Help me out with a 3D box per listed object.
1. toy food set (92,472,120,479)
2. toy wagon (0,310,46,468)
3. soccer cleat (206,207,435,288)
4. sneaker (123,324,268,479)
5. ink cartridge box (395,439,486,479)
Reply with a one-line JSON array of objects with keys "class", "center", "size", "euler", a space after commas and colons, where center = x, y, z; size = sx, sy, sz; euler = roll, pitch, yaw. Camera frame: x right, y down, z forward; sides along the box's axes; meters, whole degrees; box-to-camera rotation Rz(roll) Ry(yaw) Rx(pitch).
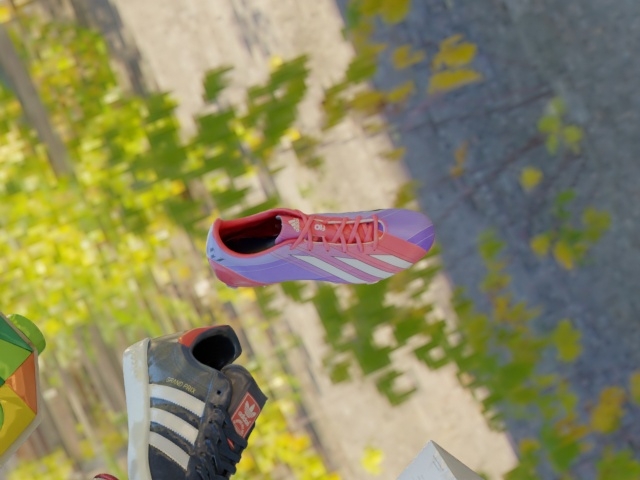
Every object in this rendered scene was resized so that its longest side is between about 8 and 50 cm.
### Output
[{"class": "toy food set", "center": [-0.167, 0.294, 1.774], "size": [0.232, 0.104, 0.111], "euler": [38, 143, -5]}, {"class": "toy wagon", "center": [-0.445, 0.107, 1.813], "size": [0.344, 0.267, 0.068], "euler": [48, 143, -12]}, {"class": "soccer cleat", "center": [0.000, 0.000, 1.907], "size": [0.095, 0.248, 0.083], "euler": [81, -177, -60]}, {"class": "sneaker", "center": [-0.125, 0.222, 1.951], "size": [0.131, 0.148, 0.350], "euler": [63, -171, -45]}, {"class": "ink cartridge box", "center": [0.092, 0.265, 1.528], "size": [0.092, 0.143, 0.090], "euler": [37, -174, -20]}]
